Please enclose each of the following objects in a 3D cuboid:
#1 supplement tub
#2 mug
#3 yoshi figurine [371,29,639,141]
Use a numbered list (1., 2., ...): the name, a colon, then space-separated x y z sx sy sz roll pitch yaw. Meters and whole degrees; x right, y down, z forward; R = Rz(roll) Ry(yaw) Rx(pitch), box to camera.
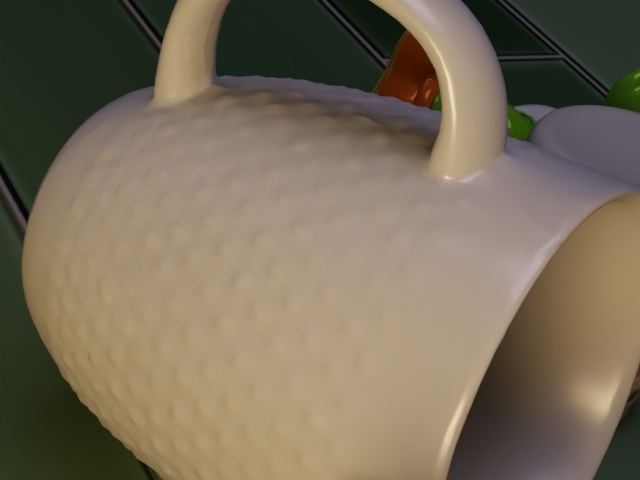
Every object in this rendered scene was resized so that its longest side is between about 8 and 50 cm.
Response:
1. supplement tub: 0.193 0.020 1.188 0.144 0.200 0.144 10 32 -6
2. mug: 0.000 0.000 0.980 0.328 0.374 0.276 23 36 26
3. yoshi figurine: 0.231 -0.066 1.338 0.362 0.203 0.203 28 34 23
